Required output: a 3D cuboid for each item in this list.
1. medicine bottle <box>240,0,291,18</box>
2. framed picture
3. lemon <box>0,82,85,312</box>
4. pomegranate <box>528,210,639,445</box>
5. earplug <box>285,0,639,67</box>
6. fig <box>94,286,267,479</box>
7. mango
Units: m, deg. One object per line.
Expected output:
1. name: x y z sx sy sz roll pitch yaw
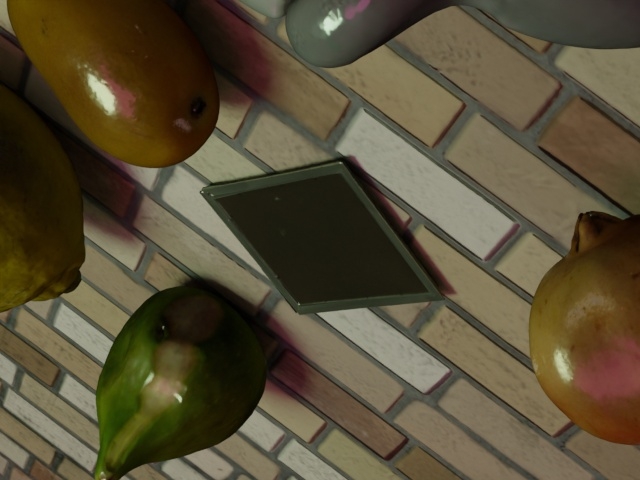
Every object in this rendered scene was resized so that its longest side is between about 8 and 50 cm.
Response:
1. medicine bottle: -0.075 -0.292 1.307 0.324 0.124 0.179 34 149 9
2. framed picture: 0.000 0.000 1.718 0.252 0.014 0.197 -8 127 51
3. lemon: -0.422 -0.055 1.841 0.285 0.285 0.316 21 152 26
4. pomegranate: 0.280 0.075 1.348 0.209 0.209 0.209 26 147 18
5. earplug: 0.124 -0.202 1.106 0.325 0.214 0.175 -9 116 22
6. fig: -0.196 0.194 1.923 0.206 0.275 0.206 27 149 18
7. mango: -0.205 -0.184 1.566 0.254 0.139 0.175 47 145 -3
